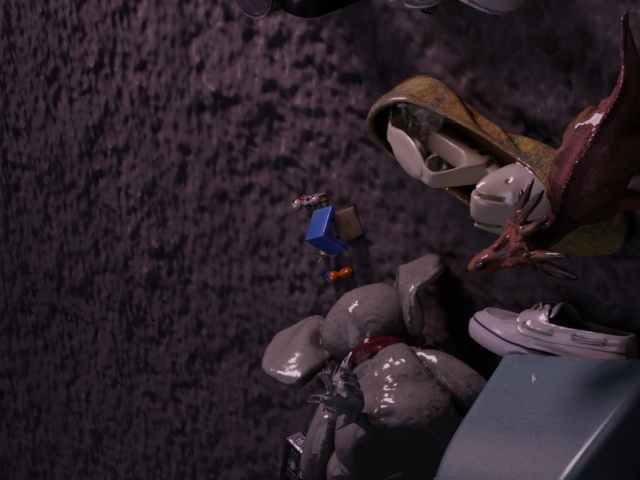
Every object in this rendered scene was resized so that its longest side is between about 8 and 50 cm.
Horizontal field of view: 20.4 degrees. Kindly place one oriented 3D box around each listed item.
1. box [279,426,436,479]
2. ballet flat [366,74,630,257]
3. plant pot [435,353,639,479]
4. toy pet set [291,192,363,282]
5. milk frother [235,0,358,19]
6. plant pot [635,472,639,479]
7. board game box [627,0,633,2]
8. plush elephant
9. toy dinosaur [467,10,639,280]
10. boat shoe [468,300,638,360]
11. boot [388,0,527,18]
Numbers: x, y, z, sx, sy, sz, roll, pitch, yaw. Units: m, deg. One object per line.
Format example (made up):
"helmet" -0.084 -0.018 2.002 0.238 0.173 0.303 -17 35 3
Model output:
"box" 0.073 0.360 2.341 0.247 0.142 0.163 40 136 33
"ballet flat" 0.181 -0.071 1.966 0.348 0.123 0.123 39 137 35
"plant pot" 0.262 0.297 1.884 0.247 0.252 0.248 -3 127 54
"toy pet set" 0.000 0.000 2.301 0.114 0.065 0.122 -14 97 56
"milk frother" -0.020 -0.338 2.070 0.129 0.135 0.143 21 125 46
"plant pot" 0.394 0.298 1.733 0.188 0.167 0.187 50 177 -23
"board game box" 0.321 -0.398 1.646 0.213 0.046 0.317 -13 99 55
"plush elephant" 0.081 0.169 2.151 0.272 0.255 0.330 -21 132 19
"toy dinosaur" 0.266 -0.069 1.769 0.127 0.200 0.295 41 136 34
"boat shoe" 0.267 0.103 1.997 0.226 0.083 0.075 19 109 38
"boot" 0.135 -0.291 1.939 0.258 0.095 0.123 50 150 37
